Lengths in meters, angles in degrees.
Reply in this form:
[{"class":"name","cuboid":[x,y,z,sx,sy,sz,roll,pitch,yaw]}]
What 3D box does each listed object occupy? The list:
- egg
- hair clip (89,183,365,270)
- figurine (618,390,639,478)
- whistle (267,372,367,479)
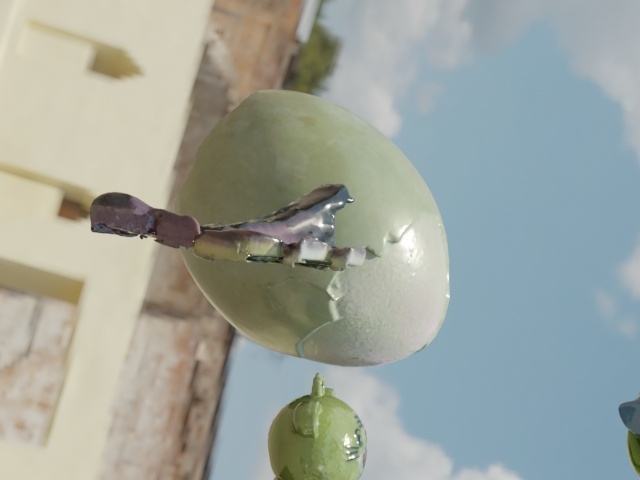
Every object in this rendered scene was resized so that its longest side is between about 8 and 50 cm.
[{"class":"egg","cuboid":[0.000,0.000,1.935,0.278,0.336,0.278,-49,173,-8]},{"class":"hair clip","cuboid":[-0.040,-0.004,1.119,0.187,0.146,0.056,-10,106,-56]},{"class":"figurine","cuboid":[0.322,0.189,1.408,0.143,0.162,0.263,62,40,-50]},{"class":"whistle","cuboid":[-0.003,0.280,1.773,0.131,0.106,0.288,-17,107,-80]}]
